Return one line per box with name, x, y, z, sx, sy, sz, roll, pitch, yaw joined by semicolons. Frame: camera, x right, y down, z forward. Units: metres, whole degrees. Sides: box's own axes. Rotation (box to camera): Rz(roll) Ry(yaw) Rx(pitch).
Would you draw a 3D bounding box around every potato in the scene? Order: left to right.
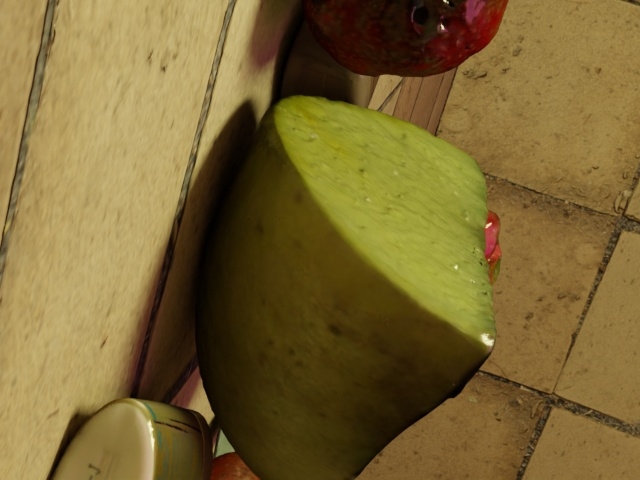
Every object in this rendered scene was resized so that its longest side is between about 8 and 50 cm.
potato;-0.020;0.046;1.176;0.280;0.213;0.330;-54;-169;25

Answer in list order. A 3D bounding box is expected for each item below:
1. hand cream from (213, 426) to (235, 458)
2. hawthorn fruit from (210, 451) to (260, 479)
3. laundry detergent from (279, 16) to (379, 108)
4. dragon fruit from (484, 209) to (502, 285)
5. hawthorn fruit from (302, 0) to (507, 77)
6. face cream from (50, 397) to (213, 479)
hand cream;-0.076;0.176;1.613;0.205;0.050;0.078;-53;162;-57
hawthorn fruit;-0.103;0.290;1.382;0.203;0.163;0.162;-9;120;-62
laundry detergent;0.033;-0.198;1.291;0.171;0.076;0.237;104;6;-59
dragon fruit;0.105;0.013;1.854;0.237;0.231;0.303;-60;164;6
hawthorn fruit;0.068;-0.221;1.121;0.235;0.181;0.181;-80;-174;-65
face cream;-0.132;0.184;1.055;0.285;0.067;0.139;63;48;-80
